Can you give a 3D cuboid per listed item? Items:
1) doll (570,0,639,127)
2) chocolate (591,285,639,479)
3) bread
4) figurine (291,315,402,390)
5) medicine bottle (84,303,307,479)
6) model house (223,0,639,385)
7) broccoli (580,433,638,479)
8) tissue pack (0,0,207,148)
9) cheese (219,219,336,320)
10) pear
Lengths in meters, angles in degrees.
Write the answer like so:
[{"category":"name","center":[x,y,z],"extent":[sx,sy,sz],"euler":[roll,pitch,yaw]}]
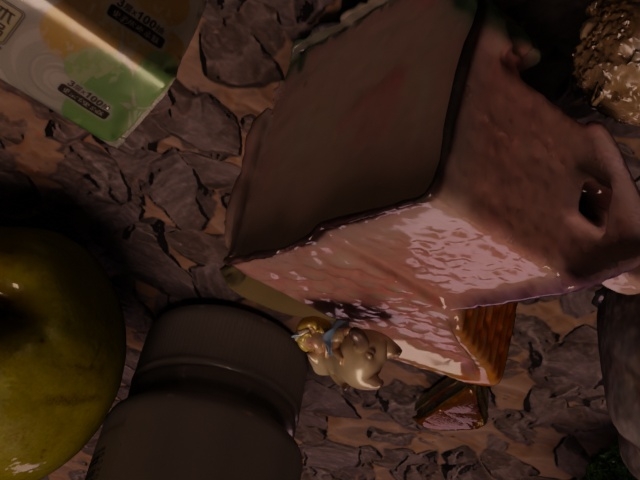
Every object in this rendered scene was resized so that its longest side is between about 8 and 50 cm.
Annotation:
[{"category":"doll","center":[0.273,-0.124,0.757],"extent":[0.221,0.115,0.105],"euler":[-7,128,18]},{"category":"chocolate","center":[0.360,0.147,0.931],"extent":[0.303,0.212,0.303],"euler":[9,156,4]},{"category":"bread","center":[0.147,0.169,1.225],"extent":[0.062,0.043,0.109],"euler":[30,140,-16]},{"category":"figurine","center":[0.014,0.073,0.835],"extent":[0.083,0.047,0.050],"euler":[-1,137,48]},{"category":"medicine bottle","center":[-0.127,0.249,1.175],"extent":[0.208,0.339,0.208],"euler":[8,143,6]},{"category":"model house","center":[0.103,-0.037,0.839],"extent":[0.237,0.202,0.237],"euler":[31,149,-29]},{"category":"broccoli","center":[0.334,0.356,1.249],"extent":[0.308,0.307,0.275],"euler":[34,164,-23]},{"category":"tissue pack","center":[-0.175,-0.201,0.767],"extent":[0.229,0.159,0.145],"euler":[32,140,-21]},{"category":"cheese","center":[0.000,0.000,1.022],"extent":[0.175,0.091,0.203],"euler":[40,137,-26]},{"category":"pear","center":[-0.314,0.113,1.156],"extent":[0.253,0.252,0.307],"euler":[22,158,-8]}]
